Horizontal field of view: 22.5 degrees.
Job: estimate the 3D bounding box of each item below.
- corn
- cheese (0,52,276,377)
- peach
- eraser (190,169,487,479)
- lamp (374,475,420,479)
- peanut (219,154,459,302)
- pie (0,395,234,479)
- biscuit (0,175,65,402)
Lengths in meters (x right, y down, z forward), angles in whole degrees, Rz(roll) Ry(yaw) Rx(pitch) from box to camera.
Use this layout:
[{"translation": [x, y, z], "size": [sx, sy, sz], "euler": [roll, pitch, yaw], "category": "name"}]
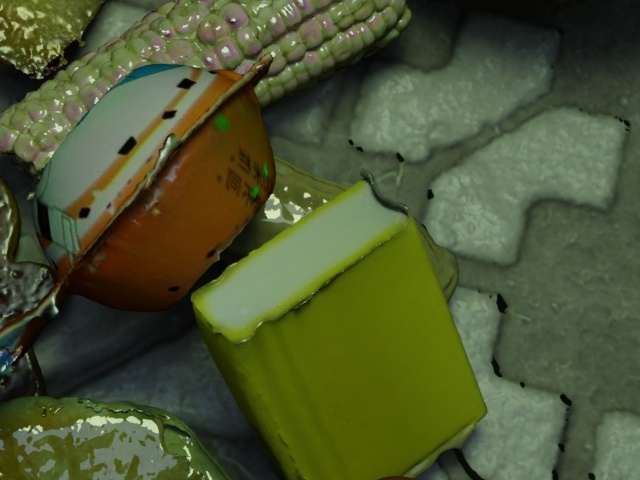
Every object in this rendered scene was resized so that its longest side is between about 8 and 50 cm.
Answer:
[{"translation": [-0.090, -0.135, 1.218], "size": [0.335, 0.126, 0.127], "euler": [-31, 78, -11], "category": "corn"}, {"translation": [-0.143, 0.000, 1.079], "size": [0.129, 0.217, 0.329], "euler": [42, 86, -2], "category": "cheese"}, {"translation": [-0.250, -0.238, 1.266], "size": [0.189, 0.068, 0.279], "euler": [-8, 71, -17], "category": "peach"}, {"translation": [0.018, 0.085, 1.118], "size": [0.158, 0.226, 0.069], "euler": [-36, 42, -13], "category": "eraser"}, {"translation": [0.071, 0.254, 1.084], "size": [0.187, 0.187, 0.164], "euler": [27, 76, 4], "category": "lamp"}, {"translation": [0.000, 0.000, 1.201], "size": [0.214, 0.090, 0.099], "euler": [19, 84, 3], "category": "peanut"}, {"translation": [-0.176, 0.245, 1.116], "size": [0.306, 0.071, 0.306], "euler": [1, 83, -6], "category": "pie"}, {"translation": [-0.281, 0.039, 1.197], "size": [0.179, 0.039, 0.236], "euler": [-13, 75, -3], "category": "biscuit"}]
